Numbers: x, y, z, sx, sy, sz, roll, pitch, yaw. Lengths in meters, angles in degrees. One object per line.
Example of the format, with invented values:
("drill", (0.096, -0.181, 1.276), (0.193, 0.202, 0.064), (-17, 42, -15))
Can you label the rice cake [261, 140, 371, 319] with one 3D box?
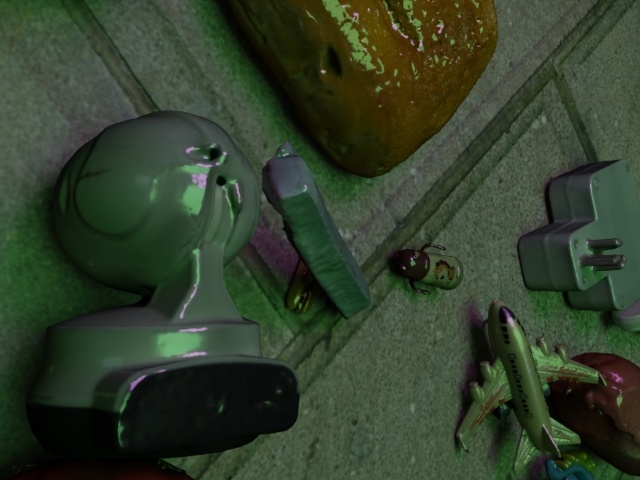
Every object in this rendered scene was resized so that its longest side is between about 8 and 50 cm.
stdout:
("rice cake", (0.000, 0.002, 0.685), (0.290, 0.051, 0.081), (60, 16, -61))

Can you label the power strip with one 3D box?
("power strip", (0.447, 0.001, 1.070), (0.261, 0.141, 0.229), (-21, 100, -40))

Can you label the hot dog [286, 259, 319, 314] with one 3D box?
("hot dog", (-0.012, 0.045, 0.769), (0.037, 0.021, 0.083), (30, 71, -35))

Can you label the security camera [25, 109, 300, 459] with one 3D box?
("security camera", (-0.138, 0.027, 0.565), (0.197, 0.191, 0.276), (5, 83, -42))

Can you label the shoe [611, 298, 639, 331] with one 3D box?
("shoe", (0.621, 0.138, 1.227), (0.265, 0.095, 0.110), (-20, 101, -40))

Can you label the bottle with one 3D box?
("bottle", (0.137, 0.037, 0.873), (0.101, 0.047, 0.063), (14, 70, -36))

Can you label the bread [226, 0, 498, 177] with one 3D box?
("bread", (0.079, -0.270, 0.778), (0.337, 0.148, 0.327), (-45, 115, -30))

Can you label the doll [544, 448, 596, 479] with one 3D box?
("doll", (0.390, 0.496, 1.019), (0.342, 0.099, 0.345), (-1, 92, -39))

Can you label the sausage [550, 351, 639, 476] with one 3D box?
("sausage", (0.475, 0.277, 1.066), (0.280, 0.152, 0.152), (39, 65, -32))

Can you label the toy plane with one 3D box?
("toy plane", (0.279, 0.196, 0.942), (0.229, 0.092, 0.244), (-22, 92, -10))

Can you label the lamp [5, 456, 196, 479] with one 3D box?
("lamp", (-0.169, 0.267, 0.507), (0.227, 0.227, 0.226), (2, 86, -39))
